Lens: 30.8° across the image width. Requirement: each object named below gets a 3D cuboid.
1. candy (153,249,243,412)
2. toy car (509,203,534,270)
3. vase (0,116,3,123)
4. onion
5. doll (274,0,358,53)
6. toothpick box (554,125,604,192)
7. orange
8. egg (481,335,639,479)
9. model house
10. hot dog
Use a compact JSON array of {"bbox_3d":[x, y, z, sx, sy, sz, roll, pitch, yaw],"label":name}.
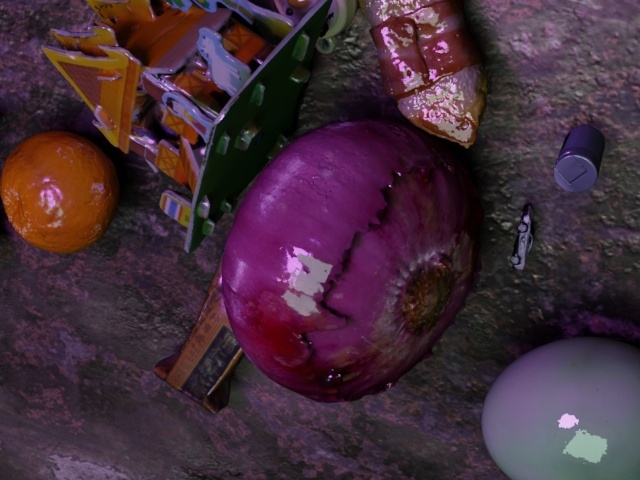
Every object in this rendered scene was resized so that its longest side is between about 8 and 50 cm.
[{"bbox_3d":[-0.139,0.141,1.727,0.143,0.101,0.271,35,121,4],"label":"candy"},{"bbox_3d":[0.265,-0.005,1.509,0.025,0.041,0.093,12,126,9],"label":"toy car"},{"bbox_3d":[-0.497,-0.237,1.645,0.059,0.059,0.167,4,122,19],"label":"vase"},{"bbox_3d":[0.019,0.014,1.432,0.345,0.358,0.358,23,126,12],"label":"onion"},{"bbox_3d":[-0.024,-0.350,1.354,0.141,0.117,0.296,2,121,27],"label":"doll"},{"bbox_3d":[0.313,-0.099,1.404,0.052,0.083,0.052,10,123,15],"label":"toothpick box"},{"bbox_3d":[-0.366,-0.069,1.639,0.177,0.155,0.177,22,116,57],"label":"orange"},{"bbox_3d":[0.341,0.237,1.521,0.270,0.220,0.220,-10,117,27],"label":"egg"},{"bbox_3d":[-0.189,-0.210,1.383,0.313,0.242,0.357,33,153,4],"label":"model house"},{"bbox_3d":[0.125,-0.232,1.386,0.123,0.093,0.261,-16,96,11],"label":"hot dog"}]
